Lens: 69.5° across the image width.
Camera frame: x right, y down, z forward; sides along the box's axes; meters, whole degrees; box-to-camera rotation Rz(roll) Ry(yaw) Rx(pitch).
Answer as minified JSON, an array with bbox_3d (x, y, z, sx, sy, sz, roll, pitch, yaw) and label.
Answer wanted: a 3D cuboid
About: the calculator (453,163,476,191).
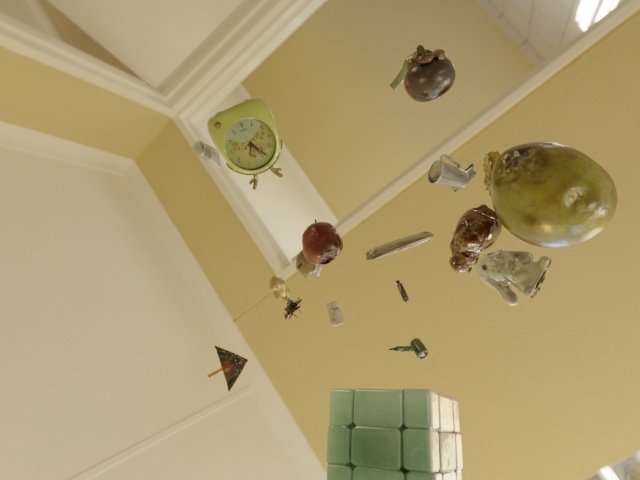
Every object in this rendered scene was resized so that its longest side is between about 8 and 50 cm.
[{"bbox_3d":[0.625,-0.269,2.010,0.019,0.141,0.094,38,167,46],"label":"calculator"}]

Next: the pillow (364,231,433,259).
[{"bbox_3d":[0.257,0.015,1.527,0.130,0.233,0.038,-52,-58,-81],"label":"pillow"}]

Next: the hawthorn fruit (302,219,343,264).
[{"bbox_3d":[0.000,0.000,1.630,0.148,0.148,0.171,21,-136,-62],"label":"hawthorn fruit"}]

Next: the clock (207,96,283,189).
[{"bbox_3d":[-0.258,-0.350,1.702,0.096,0.235,0.307,-128,14,-72],"label":"clock"}]

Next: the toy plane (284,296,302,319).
[{"bbox_3d":[-0.146,0.317,2.267,0.061,0.130,0.189,37,-176,-28],"label":"toy plane"}]

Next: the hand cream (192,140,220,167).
[{"bbox_3d":[-0.435,-0.336,1.799,0.255,0.048,0.079,-9,-85,-84],"label":"hand cream"}]

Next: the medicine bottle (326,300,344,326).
[{"bbox_3d":[0.055,0.276,1.743,0.052,0.052,0.089,-2,-106,-71],"label":"medicine bottle"}]

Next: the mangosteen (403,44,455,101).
[{"bbox_3d":[0.271,-0.424,1.166,0.140,0.140,0.140,47,-164,-18],"label":"mangosteen"}]

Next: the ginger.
[{"bbox_3d":[0.581,-0.006,1.792,0.152,0.274,0.357,38,-175,14],"label":"ginger"}]

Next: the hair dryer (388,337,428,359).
[{"bbox_3d":[0.313,0.396,1.678,0.150,0.047,0.071,2,-152,-19],"label":"hair dryer"}]

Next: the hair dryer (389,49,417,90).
[{"bbox_3d":[0.449,-0.779,2.235,0.224,0.219,0.088,57,-159,-24],"label":"hair dryer"}]

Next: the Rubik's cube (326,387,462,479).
[{"bbox_3d":[0.226,0.616,1.374,0.319,0.322,0.315,36,-130,-54],"label":"Rubik's cube"}]

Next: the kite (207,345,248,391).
[{"bbox_3d":[-0.352,0.482,1.755,0.010,0.159,0.189,-177,72,-73],"label":"kite"}]

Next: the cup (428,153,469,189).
[{"bbox_3d":[0.405,-0.218,1.460,0.116,0.104,0.074,11,168,-20],"label":"cup"}]

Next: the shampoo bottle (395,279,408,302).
[{"bbox_3d":[0.360,0.220,2.046,0.137,0.027,0.048,-103,3,-59],"label":"shampoo bottle"}]

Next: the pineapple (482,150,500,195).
[{"bbox_3d":[0.694,-0.224,1.799,0.135,0.080,0.233,79,-179,-69],"label":"pineapple"}]

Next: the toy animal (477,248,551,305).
[{"bbox_3d":[0.847,0.136,2.016,0.289,0.249,0.174,50,173,36],"label":"toy animal"}]

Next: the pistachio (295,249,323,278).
[{"bbox_3d":[-0.041,0.099,1.947,0.124,0.125,0.185,59,176,23],"label":"pistachio"}]

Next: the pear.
[{"bbox_3d":[0.726,-0.138,1.464,0.414,0.352,0.352,21,-153,-21],"label":"pear"}]

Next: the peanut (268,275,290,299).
[{"bbox_3d":[-0.198,0.228,2.200,0.187,0.082,0.082,73,174,-50],"label":"peanut"}]
